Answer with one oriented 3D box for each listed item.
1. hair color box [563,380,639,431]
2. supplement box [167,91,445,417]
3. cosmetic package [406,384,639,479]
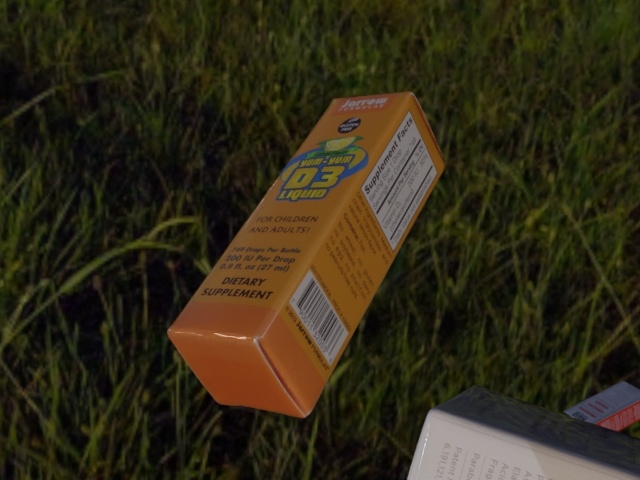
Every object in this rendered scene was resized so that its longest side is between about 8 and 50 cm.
[{"bbox_3d":[0.521,0.312,1.664,0.141,0.043,0.072,-21,23,-17],"label":"hair color box"},{"bbox_3d":[0.000,0.000,0.609,0.078,0.080,0.233,0,43,37],"label":"supplement box"},{"bbox_3d":[0.301,0.395,1.095,0.393,0.327,0.329,16,1,20],"label":"cosmetic package"}]
